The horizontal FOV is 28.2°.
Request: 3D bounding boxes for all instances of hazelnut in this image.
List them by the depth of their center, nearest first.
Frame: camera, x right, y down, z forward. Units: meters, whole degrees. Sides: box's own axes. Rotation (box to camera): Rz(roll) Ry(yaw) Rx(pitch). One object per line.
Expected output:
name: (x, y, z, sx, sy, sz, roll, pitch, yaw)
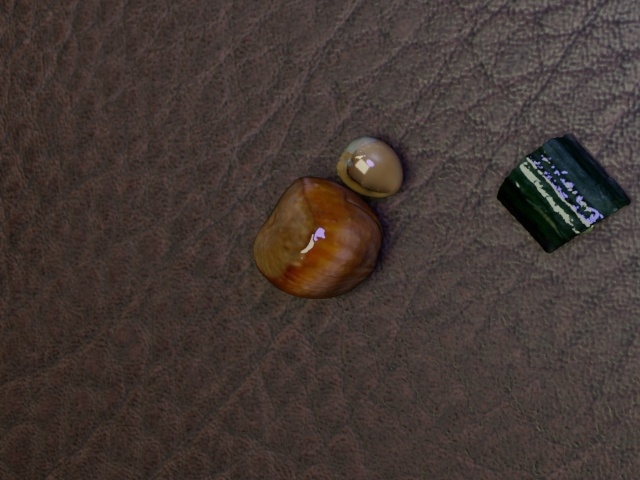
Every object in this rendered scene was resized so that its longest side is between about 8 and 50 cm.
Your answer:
hazelnut: (0.000, 0.000, 1.567, 0.150, 0.150, 0.150, 4, 99, 23)

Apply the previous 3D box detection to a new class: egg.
egg: (0.063, -0.088, 1.550, 0.083, 0.071, 0.071, 36, 111, -1)

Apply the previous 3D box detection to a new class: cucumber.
cucumber: (0.274, -0.048, 1.468, 0.116, 0.062, 0.115, -44, 76, 22)
